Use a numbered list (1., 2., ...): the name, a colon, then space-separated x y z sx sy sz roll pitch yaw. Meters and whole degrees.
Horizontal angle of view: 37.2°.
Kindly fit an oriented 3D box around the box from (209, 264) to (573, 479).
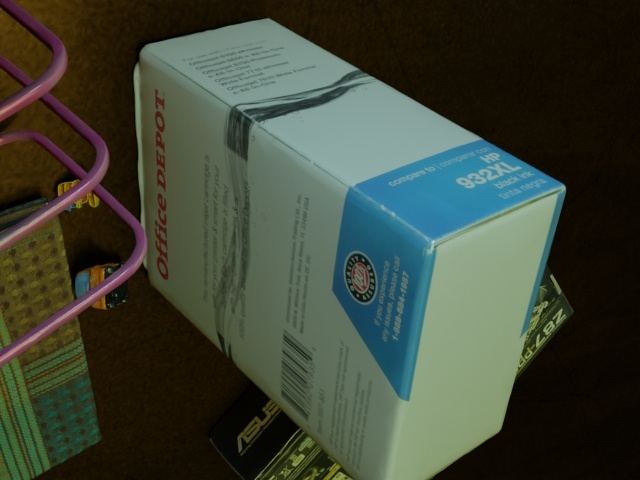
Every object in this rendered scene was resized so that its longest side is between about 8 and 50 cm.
1. box: 0.104 0.148 1.093 0.395 0.097 0.318 -49 140 -2

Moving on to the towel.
1. towel: -0.345 0.139 0.689 0.370 0.040 0.272 -26 135 -30

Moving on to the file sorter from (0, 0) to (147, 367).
1. file sorter: -0.238 -0.082 0.487 0.182 0.202 0.291 -38 140 -21

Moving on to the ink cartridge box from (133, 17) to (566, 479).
1. ink cartridge box: 0.000 0.000 0.700 0.129 0.307 0.223 -23 134 -34

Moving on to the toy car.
1. toy car: -0.182 0.001 0.754 0.040 0.060 0.122 -2 112 7
